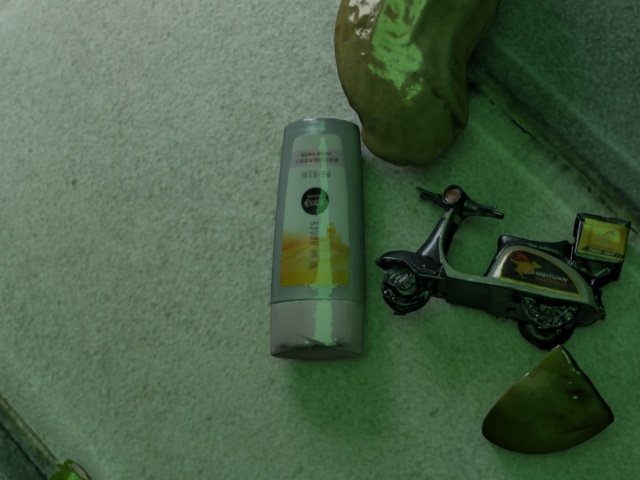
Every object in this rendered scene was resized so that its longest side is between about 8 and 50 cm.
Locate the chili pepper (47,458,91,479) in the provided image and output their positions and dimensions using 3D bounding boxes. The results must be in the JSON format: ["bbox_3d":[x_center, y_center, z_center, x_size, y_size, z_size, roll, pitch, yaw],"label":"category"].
[{"bbox_3d":[-0.320,0.335,1.567,0.052,0.050,0.201,17,77,51],"label":"chili pepper"}]

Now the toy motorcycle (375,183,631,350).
[{"bbox_3d":[0.193,0.027,1.551,0.263,0.091,0.157,12,69,10],"label":"toy motorcycle"}]

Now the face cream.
[{"bbox_3d":[0.000,0.000,1.595,0.107,0.073,0.269,-2,75,17],"label":"face cream"}]

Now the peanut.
[{"bbox_3d":[0.104,-0.255,1.610,0.174,0.158,0.340,23,82,-23],"label":"peanut"}]

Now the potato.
[{"bbox_3d":[0.231,0.186,1.467,0.120,0.149,0.081,-36,67,0],"label":"potato"}]
